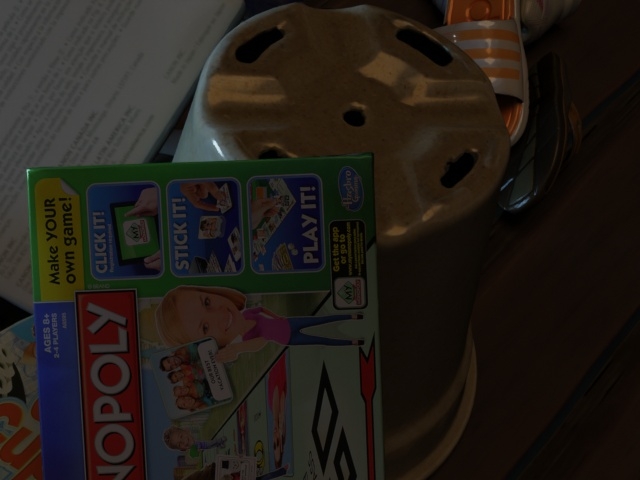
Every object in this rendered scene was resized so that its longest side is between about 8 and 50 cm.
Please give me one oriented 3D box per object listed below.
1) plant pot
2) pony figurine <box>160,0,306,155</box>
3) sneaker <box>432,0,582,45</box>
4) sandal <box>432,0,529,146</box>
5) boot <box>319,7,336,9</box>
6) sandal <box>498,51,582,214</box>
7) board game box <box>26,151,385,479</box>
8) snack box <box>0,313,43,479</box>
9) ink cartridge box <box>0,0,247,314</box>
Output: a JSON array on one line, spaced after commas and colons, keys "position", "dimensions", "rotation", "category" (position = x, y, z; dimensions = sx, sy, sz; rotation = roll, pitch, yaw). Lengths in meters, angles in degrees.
[{"position": [0.000, 0.000, 0.989], "dimensions": [0.333, 0.305, 0.334], "rotation": [7, 51, -8], "category": "plant pot"}, {"position": [-0.178, -0.242, 1.188], "dimensions": [0.363, 0.303, 0.351], "rotation": [13, 62, -15], "category": "pony figurine"}, {"position": [0.160, -0.300, 1.401], "dimensions": [0.252, 0.103, 0.111], "rotation": [29, 49, 11], "category": "sneaker"}, {"position": [0.150, -0.214, 1.287], "dimensions": [0.102, 0.076, 0.265], "rotation": [-8, 70, 29], "category": "sandal"}, {"position": [0.022, -0.138, 1.261], "dimensions": [0.137, 0.077, 0.198], "rotation": [-35, 65, -28], "category": "boot"}, {"position": [0.227, -0.105, 1.288], "dimensions": [0.060, 0.090, 0.219], "rotation": [37, 38, -19], "category": "sandal"}, {"position": [-0.066, 0.108, 0.798], "dimensions": [0.213, 0.046, 0.317], "rotation": [-3, 94, 3], "category": "board game box"}, {"position": [-0.184, 0.209, 0.907], "dimensions": [0.187, 0.060, 0.322], "rotation": [-28, 61, -13], "category": "snack box"}, {"position": [-0.299, -0.166, 1.029], "dimensions": [0.385, 0.091, 0.308], "rotation": [33, 90, -6], "category": "ink cartridge box"}]
